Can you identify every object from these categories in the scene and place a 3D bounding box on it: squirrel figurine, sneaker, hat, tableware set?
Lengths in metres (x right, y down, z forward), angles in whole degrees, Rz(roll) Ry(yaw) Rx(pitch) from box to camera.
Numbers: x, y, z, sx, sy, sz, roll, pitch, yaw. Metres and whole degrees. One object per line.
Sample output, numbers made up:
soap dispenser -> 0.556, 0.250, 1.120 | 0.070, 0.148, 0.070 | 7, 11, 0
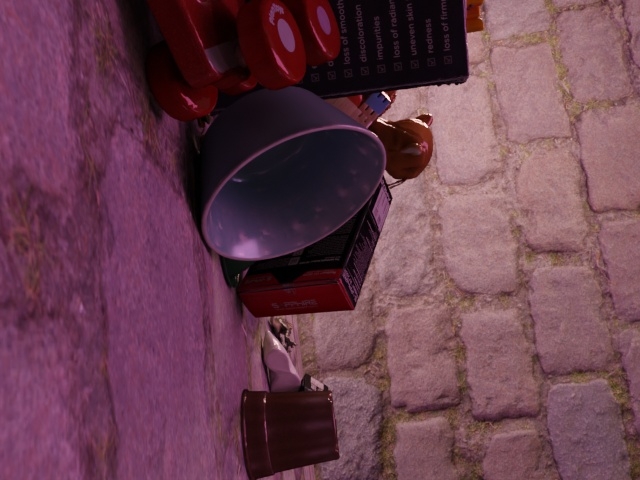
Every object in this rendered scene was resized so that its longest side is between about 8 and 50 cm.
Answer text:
squirrel figurine -> 0.111, -0.306, 1.660 | 0.281, 0.370, 0.397 | -57, 146, -49
sneaker -> -0.105, 0.317, 1.595 | 0.094, 0.080, 0.212 | -115, -168, -48
hat -> -0.087, -0.020, 1.168 | 0.173, 0.183, 0.209 | 82, 1, -47
tableware set -> -0.194, -0.225, 1.001 | 0.104, 0.024, 0.154 | -96, 180, -53

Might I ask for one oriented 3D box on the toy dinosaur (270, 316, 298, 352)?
toy dinosaur -> -0.114, 0.272, 1.845 | 0.268, 0.064, 0.118 | 81, -12, -74

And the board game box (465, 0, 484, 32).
board game box -> 0.241, -0.632, 1.203 | 0.390, 0.050, 0.390 | -99, -178, -58

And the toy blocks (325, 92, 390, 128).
toy blocks -> -0.004, -0.352, 1.470 | 0.381, 0.261, 0.191 | 42, -15, -4

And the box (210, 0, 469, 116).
box -> -0.003, -0.505, 1.163 | 0.297, 0.471, 0.480 | -103, -174, -77

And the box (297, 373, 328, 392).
box -> -0.047, 0.449, 1.630 | 0.147, 0.077, 0.180 | -58, -178, 4

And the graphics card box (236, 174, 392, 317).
graphics card box -> 0.000, 0.000, 1.322 | 0.094, 0.232, 0.371 | 62, 33, -32

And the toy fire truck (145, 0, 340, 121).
toy fire truck -> -0.115, -0.305, 0.754 | 0.254, 0.169, 0.302 | 68, 28, -19

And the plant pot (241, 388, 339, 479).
plant pot -> -0.052, 0.349, 1.152 | 0.167, 0.165, 0.167 | -8, 90, -89

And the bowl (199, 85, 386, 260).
bowl -> -0.068, -0.123, 0.998 | 0.312, 0.311, 0.163 | 83, -19, -60
